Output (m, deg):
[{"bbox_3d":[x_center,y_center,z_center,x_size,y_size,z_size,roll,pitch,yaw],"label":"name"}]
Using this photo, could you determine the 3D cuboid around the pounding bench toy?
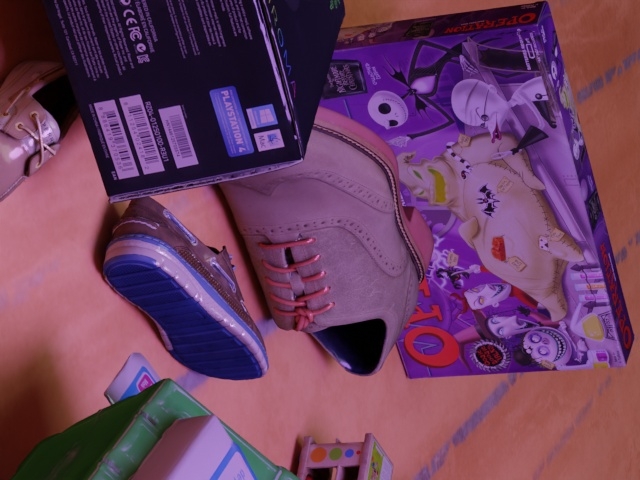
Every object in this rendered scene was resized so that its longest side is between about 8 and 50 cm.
[{"bbox_3d":[0.021,0.197,1.531,0.083,0.065,0.052,58,35,-47],"label":"pounding bench toy"}]

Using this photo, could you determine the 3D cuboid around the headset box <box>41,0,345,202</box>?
[{"bbox_3d":[-0.083,-0.200,1.224,0.283,0.131,0.246,-76,153,-64],"label":"headset box"}]

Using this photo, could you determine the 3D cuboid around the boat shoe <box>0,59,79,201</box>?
[{"bbox_3d":[-0.176,-0.067,1.147,0.135,0.045,0.050,-69,145,-46],"label":"boat shoe"}]

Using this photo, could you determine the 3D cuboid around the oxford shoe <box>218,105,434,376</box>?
[{"bbox_3d":[0.000,0.000,1.454,0.348,0.123,0.130,44,52,-55],"label":"oxford shoe"}]

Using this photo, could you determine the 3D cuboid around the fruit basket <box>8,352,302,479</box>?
[{"bbox_3d":[-0.048,0.262,1.053,0.353,0.165,0.327,51,29,-8],"label":"fruit basket"}]

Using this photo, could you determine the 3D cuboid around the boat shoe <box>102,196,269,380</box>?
[{"bbox_3d":[-0.082,0.033,1.322,0.183,0.066,0.066,55,37,-50],"label":"boat shoe"}]

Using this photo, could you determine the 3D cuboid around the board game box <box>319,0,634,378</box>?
[{"bbox_3d":[0.131,-0.032,1.649,0.056,0.208,0.347,-60,139,-48],"label":"board game box"}]
